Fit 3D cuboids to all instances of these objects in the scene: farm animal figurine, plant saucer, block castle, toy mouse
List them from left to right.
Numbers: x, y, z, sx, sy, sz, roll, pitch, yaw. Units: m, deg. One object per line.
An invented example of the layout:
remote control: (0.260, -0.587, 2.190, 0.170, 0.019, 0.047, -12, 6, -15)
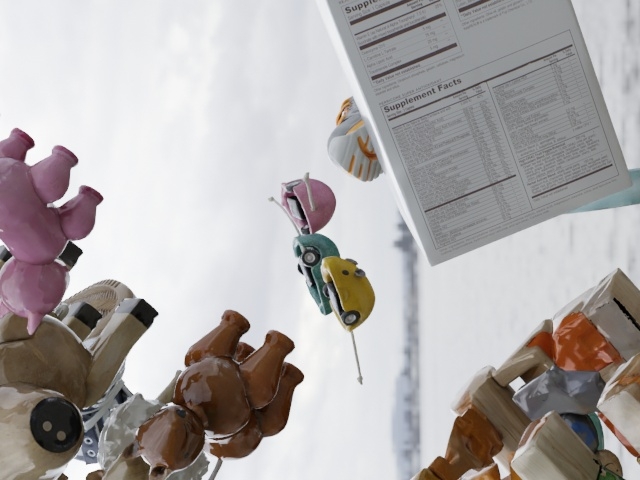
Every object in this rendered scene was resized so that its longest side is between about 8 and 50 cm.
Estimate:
farm animal figurine: (-0.197, 0.072, 0.842, 0.172, 0.330, 0.327, -57, 7, -21)
toy mouse: (0.000, 0.000, 0.991, 0.143, 0.031, 0.161, -127, 18, -53)
plant saucer: (0.338, -0.060, 1.585, 0.195, 0.195, 0.037, -40, -58, -85)
block castle: (0.277, 0.145, 1.012, 0.213, 0.453, 0.303, 48, -147, -3)

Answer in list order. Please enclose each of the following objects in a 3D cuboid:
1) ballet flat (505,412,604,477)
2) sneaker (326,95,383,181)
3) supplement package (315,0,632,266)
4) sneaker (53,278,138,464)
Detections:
ballet flat: (0.207, 0.316, 1.375, 0.123, 0.123, 0.348, 84, -163, -53)
sneaker: (0.051, -0.128, 1.587, 0.215, 0.083, 0.084, -32, -37, -61)
supplement package: (0.129, -0.153, 1.262, 0.199, 0.198, 0.262, -108, -4, -73)
sneaker: (-0.224, 0.137, 1.385, 0.153, 0.282, 0.099, 49, -127, -15)
